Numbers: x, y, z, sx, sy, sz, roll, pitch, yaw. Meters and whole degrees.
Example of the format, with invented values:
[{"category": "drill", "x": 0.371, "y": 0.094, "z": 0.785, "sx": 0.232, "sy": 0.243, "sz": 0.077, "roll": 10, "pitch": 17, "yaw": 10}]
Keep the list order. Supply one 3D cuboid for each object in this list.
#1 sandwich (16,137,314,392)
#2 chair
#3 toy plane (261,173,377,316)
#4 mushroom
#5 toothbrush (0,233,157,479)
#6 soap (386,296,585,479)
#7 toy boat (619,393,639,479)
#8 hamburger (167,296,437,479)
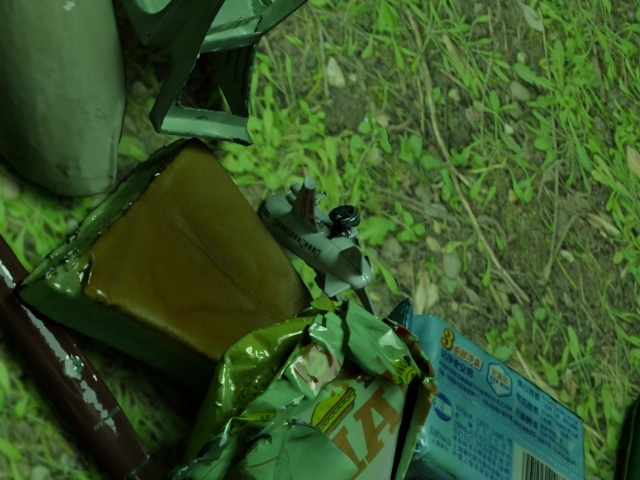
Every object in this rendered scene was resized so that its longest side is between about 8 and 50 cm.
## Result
[{"category": "sandwich", "x": -0.096, "y": 0.051, "z": 1.216, "sx": 0.212, "sy": 0.063, "sz": 0.245, "roll": 54, "pitch": 33, "yaw": -13}, {"category": "chair", "x": -0.083, "y": -0.206, "z": 1.237, "sx": 0.190, "sy": 0.274, "sz": 0.203, "roll": -4, "pitch": 60, "yaw": -40}, {"category": "toy plane", "x": 0.000, "y": 0.000, "z": 1.319, "sx": 0.171, "sy": 0.065, "sz": 0.162, "roll": -127, "pitch": -162, "yaw": -53}, {"category": "mushroom", "x": -0.224, "y": -0.194, "z": 1.156, "sx": 0.128, "sy": 0.128, "sz": 0.350, "roll": -52, "pitch": 133, "yaw": -46}, {"category": "toothbrush", "x": -0.169, "y": 0.120, "z": 1.150, "sx": 0.364, "sy": 0.041, "sz": 0.041, "roll": 57, "pitch": 41, "yaw": -9}, {"category": "soap", "x": 0.145, "y": 0.186, "z": 1.421, "sx": 0.293, "sy": 0.077, "sz": 0.156, "roll": 36, "pitch": 47, "yaw": -30}, {"category": "toy boat", "x": 0.345, "y": 0.243, "z": 1.627, "sx": 0.104, "sy": 0.052, "sz": 0.210, "roll": 39, "pitch": 45, "yaw": -24}, {"category": "hamburger", "x": -0.028, "y": 0.149, "z": 1.167, "sx": 0.235, "sy": 0.125, "sz": 0.214, "roll": -13, "pitch": 121, "yaw": -34}]
